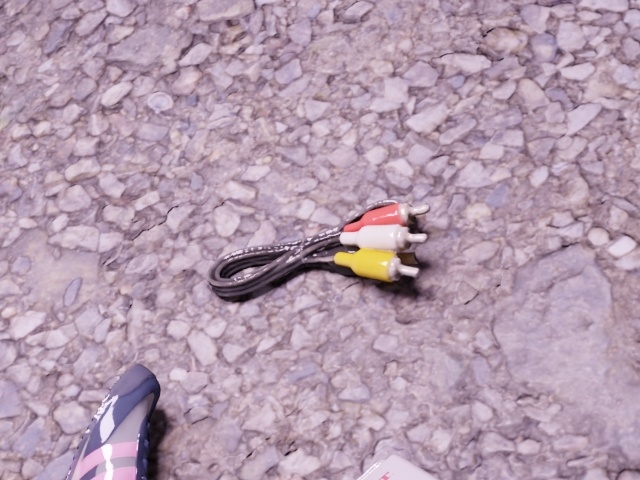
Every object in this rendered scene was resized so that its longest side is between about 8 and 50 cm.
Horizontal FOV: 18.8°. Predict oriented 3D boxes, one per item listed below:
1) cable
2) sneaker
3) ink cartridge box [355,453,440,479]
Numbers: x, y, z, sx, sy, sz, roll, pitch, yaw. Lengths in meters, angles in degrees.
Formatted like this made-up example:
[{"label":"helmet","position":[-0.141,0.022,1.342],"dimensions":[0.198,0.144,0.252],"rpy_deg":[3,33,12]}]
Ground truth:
[{"label":"cable","position":[0.000,0.000,2.324],"dimensions":[0.287,0.072,0.139],"rpy_deg":[-2,49,19]},{"label":"sneaker","position":[-0.224,0.294,2.182],"dimensions":[0.131,0.112,0.319],"rpy_deg":[17,64,10]},{"label":"ink cartridge box","position":[0.090,0.364,1.909],"dimensions":[0.223,0.129,0.307],"rpy_deg":[-41,24,-12]}]
